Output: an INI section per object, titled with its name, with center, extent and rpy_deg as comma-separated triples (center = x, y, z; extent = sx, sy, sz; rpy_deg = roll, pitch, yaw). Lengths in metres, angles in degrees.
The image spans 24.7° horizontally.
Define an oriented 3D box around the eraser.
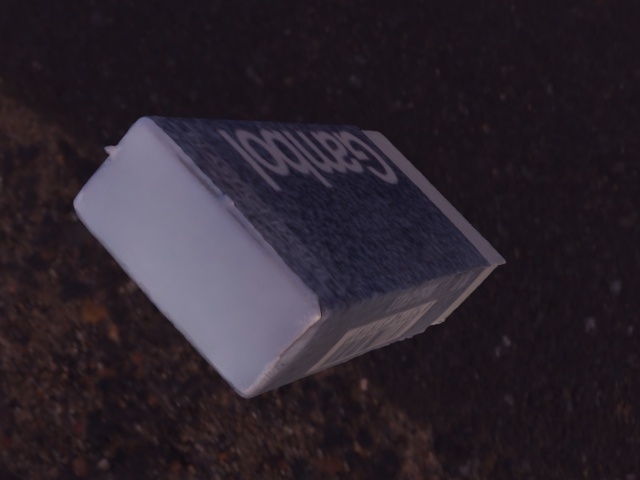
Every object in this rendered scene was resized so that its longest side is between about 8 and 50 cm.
[eraser]
center = 0.000, 0.000, 0.556
extent = 0.092, 0.212, 0.046
rpy_deg = 47, 109, 14
